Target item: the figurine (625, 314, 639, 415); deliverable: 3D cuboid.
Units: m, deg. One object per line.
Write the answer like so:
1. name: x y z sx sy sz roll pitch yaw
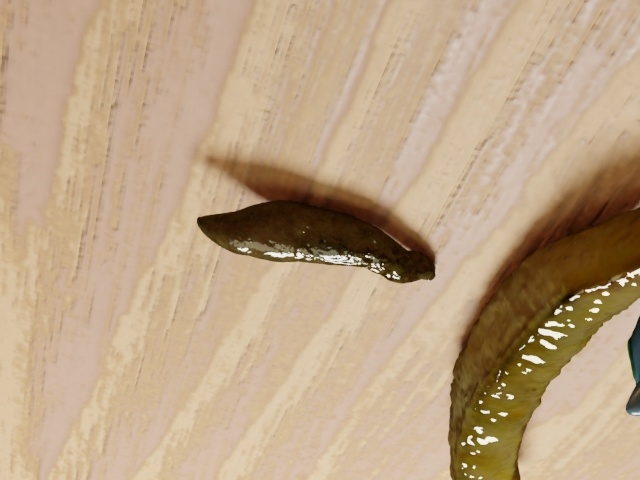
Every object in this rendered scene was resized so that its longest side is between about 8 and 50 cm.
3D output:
1. figurine: 0.265 0.063 0.809 0.144 0.114 0.178 34 134 -31

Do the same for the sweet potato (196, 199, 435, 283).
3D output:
1. sweet potato: 0.003 -0.001 0.870 0.153 0.038 0.041 12 171 -12

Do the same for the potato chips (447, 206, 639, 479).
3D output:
1. potato chips: 0.129 0.086 0.932 0.080 0.057 0.407 8 148 -2
